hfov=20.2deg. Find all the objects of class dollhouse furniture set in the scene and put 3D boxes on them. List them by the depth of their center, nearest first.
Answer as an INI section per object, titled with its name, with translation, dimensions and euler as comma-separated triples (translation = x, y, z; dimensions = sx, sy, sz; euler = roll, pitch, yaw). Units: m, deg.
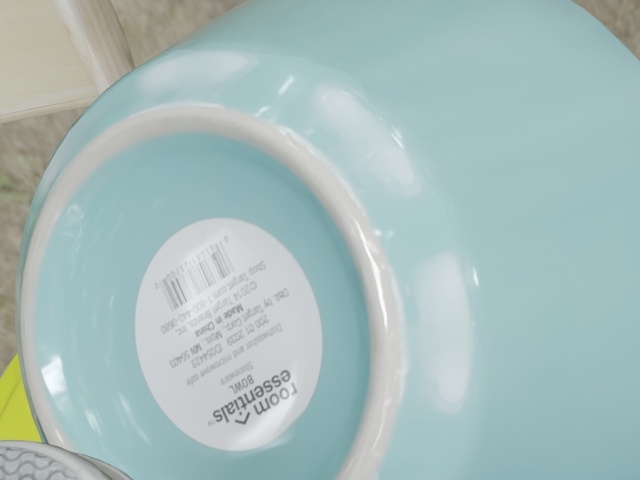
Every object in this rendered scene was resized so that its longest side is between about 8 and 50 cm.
[dollhouse furniture set]
translation = -0.237, -0.261, 1.382
dimensions = 0.198, 0.286, 0.303
euler = -9, 34, 23

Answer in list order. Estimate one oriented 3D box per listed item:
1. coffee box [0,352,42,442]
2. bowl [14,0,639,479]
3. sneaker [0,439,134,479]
[coffee box]
translation = -0.020, 0.239, 1.069
dimensions = 0.334, 0.338, 0.337
euler = -13, 64, -38
[bowl]
translation = -0.007, 0.031, 0.744
dimensions = 0.312, 0.163, 0.311
euler = 3, 96, 34
[sneaker]
translation = -0.034, 0.184, 0.405
dimensions = 0.105, 0.115, 0.281
euler = -6, 84, 15
